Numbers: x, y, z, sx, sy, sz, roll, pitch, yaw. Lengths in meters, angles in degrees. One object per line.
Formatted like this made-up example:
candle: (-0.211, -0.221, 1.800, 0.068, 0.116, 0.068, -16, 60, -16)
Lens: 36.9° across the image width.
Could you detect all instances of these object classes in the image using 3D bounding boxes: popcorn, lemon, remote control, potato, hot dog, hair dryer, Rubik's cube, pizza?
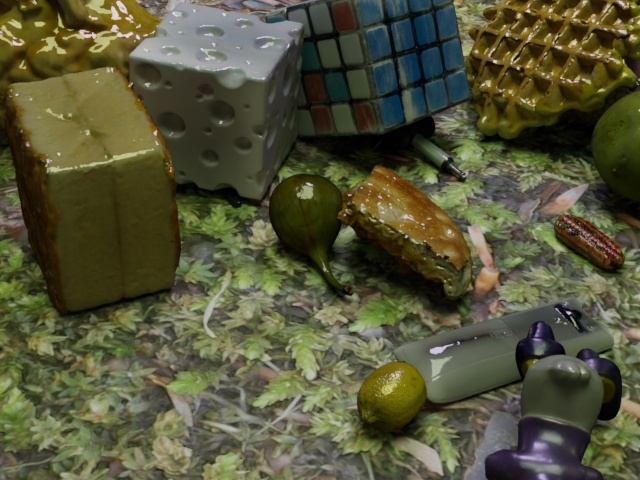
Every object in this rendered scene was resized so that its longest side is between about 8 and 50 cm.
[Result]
popcorn: (-0.490, -0.357, 1.800, 0.390, 0.354, 0.344, 34, 4, -27)
lemon: (0.090, 0.204, 1.242, 0.082, 0.082, 0.111, 24, 46, 27)
remote control: (0.261, 0.142, 1.352, 0.313, 0.055, 0.109, -14, 39, -21)
potato: (0.619, -0.168, 1.664, 0.305, 0.215, 0.215, -8, 37, -7)
hot dog: (0.440, 0.000, 1.566, 0.062, 0.038, 0.144, -18, 41, -25)
hair dryer: (0.209, -0.168, 1.791, 0.100, 0.057, 0.197, -23, 51, -29)
Rubik's cube: (0.092, -0.346, 1.791, 0.256, 0.258, 0.253, -26, 22, -36)
pizza: (0.117, -0.023, 1.518, 0.226, 0.086, 0.335, 9, 31, -31)

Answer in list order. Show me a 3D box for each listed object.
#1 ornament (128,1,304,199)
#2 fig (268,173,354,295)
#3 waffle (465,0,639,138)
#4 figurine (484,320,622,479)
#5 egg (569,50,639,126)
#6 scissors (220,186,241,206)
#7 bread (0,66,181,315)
ornament: (-0.178, -0.249, 1.692, 0.240, 0.239, 0.239, 12, 38, 9)
fig: (0.000, 0.000, 1.516, 0.124, 0.124, 0.236, -14, 60, -20)
waffle: (0.442, -0.377, 1.844, 0.382, 0.095, 0.379, -27, 46, 27)
figurine: (0.271, 0.248, 1.095, 0.154, 0.193, 0.420, 14, 43, 11)
egg: (0.597, -0.298, 1.854, 0.271, 0.196, 0.196, 13, 34, 44)
scissors: (-0.184, -0.122, 1.733, 0.088, 0.017, 0.220, -11, 39, -20)
bread: (-0.348, -0.082, 1.461, 0.207, 0.279, 0.279, -12, 37, -21)
